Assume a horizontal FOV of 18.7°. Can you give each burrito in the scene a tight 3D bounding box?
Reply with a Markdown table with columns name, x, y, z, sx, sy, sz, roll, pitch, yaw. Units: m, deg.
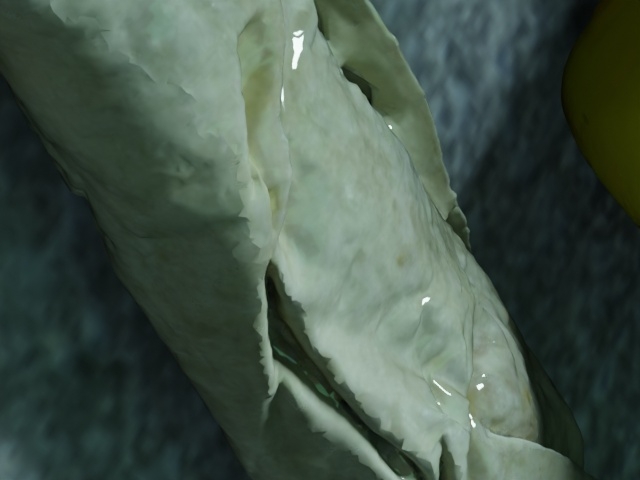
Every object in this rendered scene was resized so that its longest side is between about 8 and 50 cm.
| name | x | y | z | sx | sy | sz | roll | pitch | yaw |
| --- | --- | --- | --- | --- | --- | --- | --- | --- | --- |
| burrito | 0.000 | 0.000 | 0.542 | 0.117 | 0.076 | 0.392 | -59 | 136 | -30 |

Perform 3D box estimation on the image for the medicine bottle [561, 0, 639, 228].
| name | x | y | z | sx | sy | sz | roll | pitch | yaw |
| --- | --- | --- | --- | --- | --- | --- | --- | --- | --- |
| medicine bottle | 0.265 | -0.131 | 0.580 | 0.224 | 0.224 | 0.384 | 10 | 122 | -47 |
